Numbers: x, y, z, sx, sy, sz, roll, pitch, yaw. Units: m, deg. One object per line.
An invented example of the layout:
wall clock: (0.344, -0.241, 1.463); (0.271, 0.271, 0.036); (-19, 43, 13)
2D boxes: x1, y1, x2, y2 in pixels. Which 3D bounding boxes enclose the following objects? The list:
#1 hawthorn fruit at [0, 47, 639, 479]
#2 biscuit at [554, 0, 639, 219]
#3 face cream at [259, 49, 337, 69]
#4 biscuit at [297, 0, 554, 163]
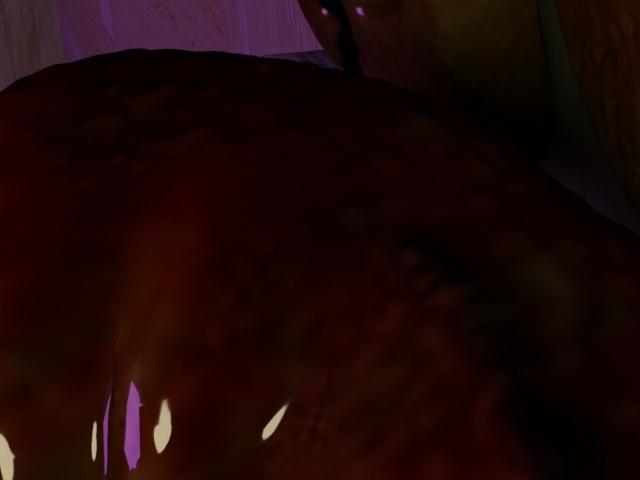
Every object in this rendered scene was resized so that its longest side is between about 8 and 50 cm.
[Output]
hawthorn fruit: (-0.019, 0.141, 0.508); (0.403, 0.402, 0.403); (168, 90, -77)
biscuit: (0.079, -0.214, 0.399); (0.283, 0.064, 0.432); (-143, 40, -86)
face cream: (0.000, 0.000, 0.820); (0.206, 0.111, 0.206); (169, 90, -77)
biscuit: (-0.016, -0.185, 0.612); (0.314, 0.063, 0.367); (54, 171, 53)
